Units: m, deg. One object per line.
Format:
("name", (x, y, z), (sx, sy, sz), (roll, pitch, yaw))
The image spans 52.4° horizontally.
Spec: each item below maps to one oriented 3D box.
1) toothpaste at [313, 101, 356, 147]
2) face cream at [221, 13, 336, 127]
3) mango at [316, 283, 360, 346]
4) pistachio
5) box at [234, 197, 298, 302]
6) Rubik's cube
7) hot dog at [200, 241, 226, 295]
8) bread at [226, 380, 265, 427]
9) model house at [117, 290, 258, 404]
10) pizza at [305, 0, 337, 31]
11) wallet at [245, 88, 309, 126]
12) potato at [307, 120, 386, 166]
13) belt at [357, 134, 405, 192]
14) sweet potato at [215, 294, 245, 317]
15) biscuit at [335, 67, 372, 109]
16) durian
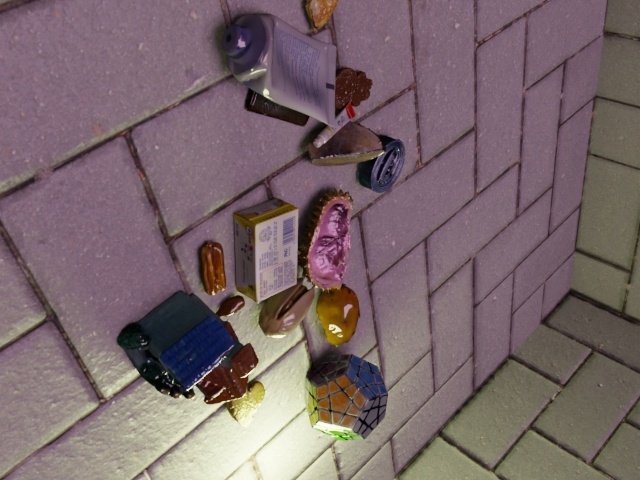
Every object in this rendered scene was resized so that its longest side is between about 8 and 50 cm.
("toothpaste", (0.043, -0.334, 1.901), (0.190, 0.031, 0.048), (-48, 125, -29))
("face cream", (-0.081, -0.450, 1.663), (0.420, 0.137, 0.235), (8, 79, -52))
("mango", (0.061, 0.263, 2.256), (0.156, 0.151, 0.249), (-6, 128, -11))
("pistachio", (-0.106, 0.212, 2.044), (0.223, 0.126, 0.152), (-50, 174, -21))
("box", (-0.156, 0.027, 1.891), (0.168, 0.097, 0.265), (-25, 129, -37))
("Rubik's cube", (0.089, 0.567, 2.356), (0.319, 0.319, 0.264), (2, 137, -49))
("hot dog", (-0.298, 0.077, 1.806), (0.071, 0.045, 0.165), (-25, 129, -35))
("bread", (-0.250, 0.506, 2.112), (0.149, 0.065, 0.188), (-50, 138, -32))
("model house", (-0.307, 0.333, 1.727), (0.251, 0.329, 0.295), (-41, 136, -29))
("pizza", (0.005, -0.635, 1.722), (0.099, 0.035, 0.160), (23, 93, -52))
("wallet", (-0.099, -0.385, 1.760), (0.232, 0.031, 0.122), (6, 109, -49))
("potato", (0.055, -0.287, 1.966), (0.261, 0.100, 0.120), (-9, 75, -26))
("belt", (0.201, -0.254, 2.134), (0.141, 0.082, 0.190), (20, 98, -49))
("sweet potato", (-0.277, 0.202, 1.912), (0.117, 0.049, 0.049), (-31, 133, -18))
("biscuit", (0.085, -0.449, 1.931), (0.175, 0.026, 0.124), (-9, 122, -45))
("durian", (0.001, -0.001, 2.050), (0.191, 0.112, 0.341), (-5, 108, -36))
